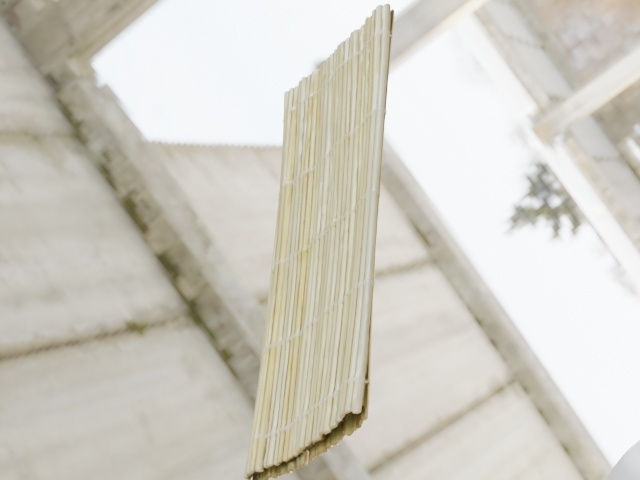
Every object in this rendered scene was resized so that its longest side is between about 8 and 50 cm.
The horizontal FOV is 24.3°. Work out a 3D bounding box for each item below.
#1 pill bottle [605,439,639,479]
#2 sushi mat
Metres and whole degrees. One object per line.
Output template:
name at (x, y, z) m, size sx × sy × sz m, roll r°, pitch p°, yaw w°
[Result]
pill bottle at (0.177, 0.138, 0.507) m, size 0.117 × 0.117 × 0.208 m, roll 46°, pitch 179°, yaw -22°
sushi mat at (0.000, 0.000, 0.994) m, size 0.019 × 0.151 × 0.316 m, roll 20°, pitch -124°, yaw -24°
